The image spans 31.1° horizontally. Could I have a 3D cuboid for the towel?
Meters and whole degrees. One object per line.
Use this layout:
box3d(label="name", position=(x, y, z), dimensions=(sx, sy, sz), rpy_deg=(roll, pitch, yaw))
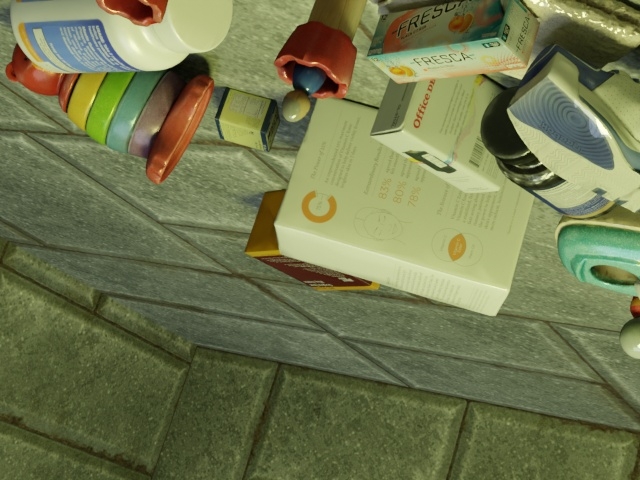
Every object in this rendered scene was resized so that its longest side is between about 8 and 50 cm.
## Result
box3d(label="towel", position=(0.201, -0.247, 1.266), dimensions=(0.282, 0.049, 0.187), rpy_deg=(20, 165, -9))

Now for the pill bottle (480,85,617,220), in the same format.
box3d(label="pill bottle", position=(0.294, -0.112, 1.444), dimensions=(0.123, 0.122, 0.219), rpy_deg=(4, 167, 39))

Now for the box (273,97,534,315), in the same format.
box3d(label="box", position=(0.129, -0.049, 1.707), dimensions=(0.345, 0.215, 0.168), rpy_deg=(17, 165, 6))

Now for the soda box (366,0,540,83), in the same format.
box3d(label="soda box", position=(0.140, -0.216, 1.244), dimensions=(0.183, 0.058, 0.063), rpy_deg=(0, 155, 44))

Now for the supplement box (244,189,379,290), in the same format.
box3d(label="supplement box", position=(0.000, 0.000, 2.173), dimensions=(0.194, 0.129, 0.191), rpy_deg=(28, 161, -32))

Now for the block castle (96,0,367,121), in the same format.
box3d(label="block castle", position=(-0.069, -0.290, 1.047), dimensions=(0.303, 0.212, 0.453), rpy_deg=(21, 166, -4))

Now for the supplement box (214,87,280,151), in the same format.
box3d(label="supplement box", position=(-0.113, -0.187, 1.794), dimensions=(0.083, 0.056, 0.083), rpy_deg=(16, 164, 7))

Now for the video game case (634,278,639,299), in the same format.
box3d(label="video game case", position=(0.545, 0.010, 1.330), dimensions=(0.300, 0.036, 0.329), rpy_deg=(-22, 178, 1))

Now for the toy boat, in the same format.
box3d(label="toy boat", position=(0.498, 0.065, 1.777), dimensions=(0.267, 0.148, 0.318), rpy_deg=(11, 156, 24))

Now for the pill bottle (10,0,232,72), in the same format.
box3d(label="pill bottle", position=(-0.244, -0.285, 1.429), dimensions=(0.272, 0.152, 0.152), rpy_deg=(6, 160, 37))

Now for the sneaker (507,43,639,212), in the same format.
box3d(label="sneaker", position=(0.368, -0.131, 1.276), dimensions=(0.315, 0.182, 0.127), rpy_deg=(34, 156, -12))

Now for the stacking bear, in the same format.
box3d(label="stacking bear", position=(-0.324, -0.227, 1.721), dimensions=(0.289, 0.175, 0.164), rpy_deg=(28, -178, -3))

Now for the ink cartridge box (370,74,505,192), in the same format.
box3d(label="ink cartridge box", position=(0.164, -0.155, 1.474), dimensions=(0.175, 0.127, 0.072), rpy_deg=(28, 164, -29))
